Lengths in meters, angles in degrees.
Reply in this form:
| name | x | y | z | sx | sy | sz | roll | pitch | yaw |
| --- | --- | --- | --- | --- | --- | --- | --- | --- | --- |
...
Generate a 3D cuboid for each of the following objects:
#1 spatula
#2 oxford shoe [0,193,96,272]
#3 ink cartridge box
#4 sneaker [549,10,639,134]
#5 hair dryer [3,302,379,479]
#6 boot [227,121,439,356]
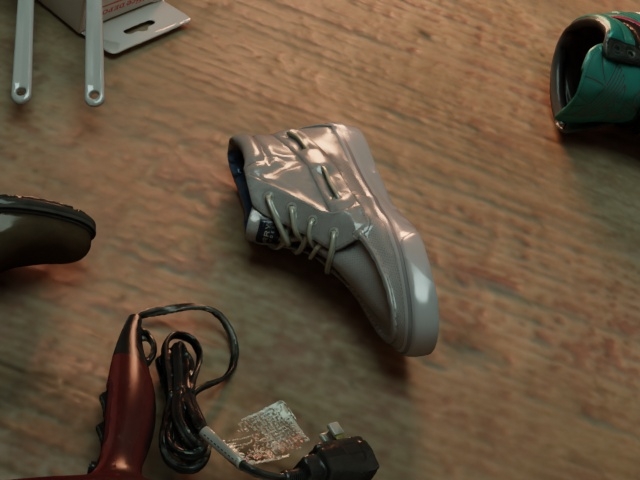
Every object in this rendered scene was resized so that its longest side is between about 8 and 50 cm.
| name | x | y | z | sx | sy | sz | roll | pitch | yaw |
| --- | --- | --- | --- | --- | --- | --- | --- | --- | --- |
| spatula | -0.255 | -0.213 | 1.113 | 0.168 | 0.019 | 0.242 | -4 | 61 | -3 |
| oxford shoe | -0.267 | 0.023 | 0.911 | 0.227 | 0.083 | 0.096 | -9 | 70 | -28 |
| ink cartridge box | -0.222 | -0.270 | 1.213 | 0.198 | 0.067 | 0.115 | 39 | 47 | 18 |
| sneaker | 0.325 | -0.132 | 1.239 | 0.178 | 0.124 | 0.295 | -4 | 41 | -31 |
| hair dryer | -0.130 | 0.154 | 0.844 | 0.293 | 0.080 | 0.223 | -17 | 39 | -40 |
| boot | 0.000 | 0.000 | 1.025 | 0.123 | 0.095 | 0.258 | -6 | 41 | -17 |
